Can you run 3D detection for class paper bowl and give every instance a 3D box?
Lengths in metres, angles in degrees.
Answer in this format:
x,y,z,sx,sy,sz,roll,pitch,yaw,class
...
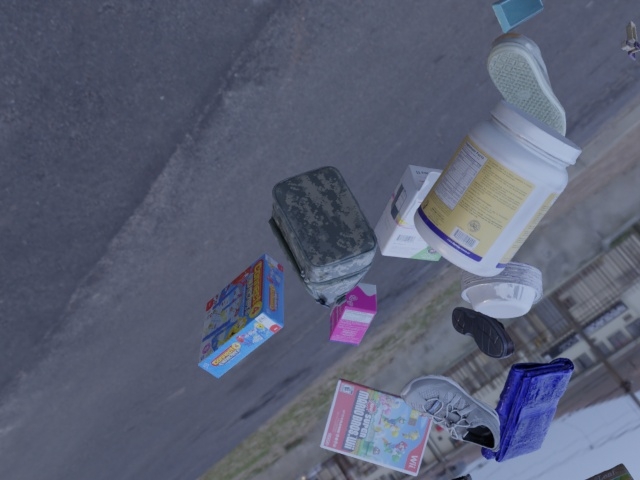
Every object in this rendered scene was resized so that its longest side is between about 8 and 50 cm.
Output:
x,y,z,sx,sy,sz,roll,pitch,yaw,class
0.649,0.185,2.345,0.284,0.148,0.284,5,156,2,paper bowl

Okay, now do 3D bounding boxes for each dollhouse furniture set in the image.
x,y,z,sx,sy,sz,roll,pitch,yaw,class
0.943,-0.614,1.931,0.091,0.115,0.081,18,157,-39,dollhouse furniture set

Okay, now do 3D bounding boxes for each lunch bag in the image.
x,y,z,sx,sy,sz,roll,pitch,yaw,class
0.000,0.000,1.743,0.212,0.305,0.256,-22,155,-15,lunch bag

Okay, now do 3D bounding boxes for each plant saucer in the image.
x,y,z,sx,sy,sz,roll,pitch,yaw,class
0.432,-0.505,1.415,0.018,0.067,0.192,-17,-165,48,plant saucer

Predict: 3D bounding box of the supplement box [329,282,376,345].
x,y,z,sx,sy,sz,roll,pitch,yaw,class
0.108,0.247,2.213,0.113,0.111,0.220,11,138,-10,supplement box

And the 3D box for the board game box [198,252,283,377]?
x,y,z,sx,sy,sz,roll,pitch,yaw,class
-0.252,0.237,2.112,0.302,0.086,0.308,-40,-152,21,board game box

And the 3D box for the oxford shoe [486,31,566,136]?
x,y,z,sx,sy,sz,roll,pitch,yaw,class
0.589,-0.411,1.849,0.169,0.130,0.449,-11,140,30,oxford shoe

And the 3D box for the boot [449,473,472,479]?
x,y,z,sx,sy,sz,roll,pitch,yaw,class
0.380,0.797,1.858,0.263,0.229,0.091,-41,165,30,boot

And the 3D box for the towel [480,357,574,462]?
x,y,z,sx,sy,sz,roll,pitch,yaw,class
0.580,0.474,1.810,0.227,0.076,0.308,-1,116,-28,towel

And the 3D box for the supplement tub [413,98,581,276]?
x,y,z,sx,sy,sz,roll,pitch,yaw,class
0.384,-0.113,1.437,0.241,0.241,0.331,-8,134,-58,supplement tub

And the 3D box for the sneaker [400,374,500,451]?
x,y,z,sx,sy,sz,roll,pitch,yaw,class
0.322,0.411,1.557,0.105,0.281,0.115,-59,-165,23,sneaker

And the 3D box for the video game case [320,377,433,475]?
x,y,z,sx,sy,sz,roll,pitch,yaw,class
0.161,0.525,1.841,0.025,0.285,0.204,-23,128,-84,video game case

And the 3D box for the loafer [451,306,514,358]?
x,y,z,sx,sy,sz,roll,pitch,yaw,class
0.502,0.265,1.958,0.095,0.109,0.302,-1,-167,-17,loafer

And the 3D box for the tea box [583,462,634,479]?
x,y,z,sx,sy,sz,roll,pitch,yaw,class
0.663,0.767,1.529,0.328,0.220,0.324,-30,-159,10,tea box

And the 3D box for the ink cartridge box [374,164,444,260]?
x,y,z,sx,sy,sz,roll,pitch,yaw,class
0.325,-0.102,1.958,0.207,0.119,0.354,7,136,-19,ink cartridge box
